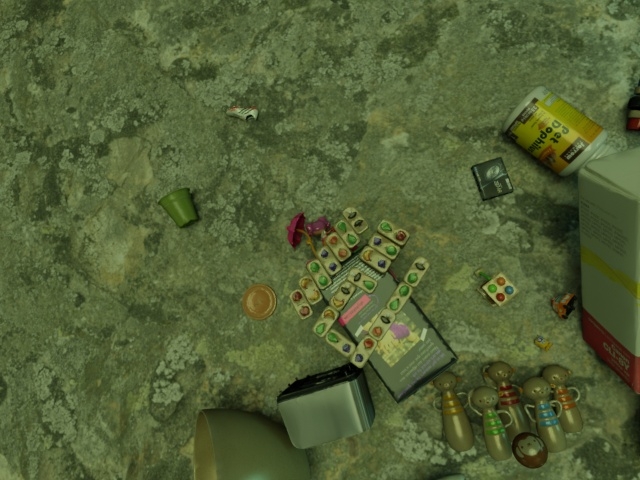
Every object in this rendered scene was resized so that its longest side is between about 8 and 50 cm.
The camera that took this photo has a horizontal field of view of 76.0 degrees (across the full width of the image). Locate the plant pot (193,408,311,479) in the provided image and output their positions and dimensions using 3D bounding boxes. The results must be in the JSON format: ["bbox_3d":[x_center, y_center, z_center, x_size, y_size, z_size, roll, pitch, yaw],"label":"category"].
[{"bbox_3d":[-0.130,0.465,0.795,0.190,0.284,0.285,1,78,-25],"label":"plant pot"}]

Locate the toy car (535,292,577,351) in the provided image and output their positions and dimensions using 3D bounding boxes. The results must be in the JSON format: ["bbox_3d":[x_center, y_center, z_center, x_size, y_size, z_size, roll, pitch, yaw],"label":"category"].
[{"bbox_3d":[0.472,0.159,0.834,0.122,0.060,0.040,-50,45,-8],"label":"toy car"}]

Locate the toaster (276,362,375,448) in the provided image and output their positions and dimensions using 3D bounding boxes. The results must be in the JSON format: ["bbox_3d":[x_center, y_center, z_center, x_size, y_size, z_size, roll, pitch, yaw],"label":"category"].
[{"bbox_3d":[0.023,0.320,0.824,0.185,0.168,0.110,-19,80,7],"label":"toaster"}]

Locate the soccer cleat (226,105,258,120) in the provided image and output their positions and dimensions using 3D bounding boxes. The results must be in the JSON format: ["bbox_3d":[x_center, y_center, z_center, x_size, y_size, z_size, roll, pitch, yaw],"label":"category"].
[{"bbox_3d":[-0.199,-0.320,1.041,0.083,0.029,0.036,-1,76,5],"label":"soccer cleat"}]

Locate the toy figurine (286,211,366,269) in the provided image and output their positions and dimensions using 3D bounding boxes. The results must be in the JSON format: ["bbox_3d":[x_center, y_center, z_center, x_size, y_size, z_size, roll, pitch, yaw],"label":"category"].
[{"bbox_3d":[0.000,0.000,0.921,0.173,0.130,0.159,-28,66,-18],"label":"toy figurine"}]

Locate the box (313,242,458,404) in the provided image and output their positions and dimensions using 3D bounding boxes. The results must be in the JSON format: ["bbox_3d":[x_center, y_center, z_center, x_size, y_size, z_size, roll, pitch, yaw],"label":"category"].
[{"bbox_3d":[0.128,0.161,0.832,0.143,0.165,0.270,-37,77,1],"label":"box"}]

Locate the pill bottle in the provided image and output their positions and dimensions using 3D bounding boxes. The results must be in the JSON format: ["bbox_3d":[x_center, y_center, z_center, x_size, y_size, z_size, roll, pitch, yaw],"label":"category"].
[{"bbox_3d":[0.503,-0.216,0.860,0.215,0.117,0.117,44,89,14],"label":"pill bottle"}]

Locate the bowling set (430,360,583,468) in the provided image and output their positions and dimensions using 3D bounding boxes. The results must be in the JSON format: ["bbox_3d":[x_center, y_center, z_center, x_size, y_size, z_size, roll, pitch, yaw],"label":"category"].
[{"bbox_3d":[0.366,0.308,0.758,0.286,0.200,0.154,-13,77,3],"label":"bowling set"}]

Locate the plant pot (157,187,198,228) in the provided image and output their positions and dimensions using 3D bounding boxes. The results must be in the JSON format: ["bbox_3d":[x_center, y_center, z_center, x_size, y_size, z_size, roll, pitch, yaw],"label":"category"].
[{"bbox_3d":[-0.339,-0.075,1.003,0.083,0.083,0.079,-30,90,3],"label":"plant pot"}]

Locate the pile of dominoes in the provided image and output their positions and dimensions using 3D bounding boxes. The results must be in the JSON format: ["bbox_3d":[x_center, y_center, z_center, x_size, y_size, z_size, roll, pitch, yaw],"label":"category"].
[{"bbox_3d":[0.064,0.074,0.753,0.195,0.040,0.251,33,85,15],"label":"pile of dominoes"}]

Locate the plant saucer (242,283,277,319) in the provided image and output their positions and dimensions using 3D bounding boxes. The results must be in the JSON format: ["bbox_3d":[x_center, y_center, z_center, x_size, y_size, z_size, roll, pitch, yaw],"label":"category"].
[{"bbox_3d":[-0.144,0.143,0.959,0.083,0.013,0.084,-2,80,10],"label":"plant saucer"}]

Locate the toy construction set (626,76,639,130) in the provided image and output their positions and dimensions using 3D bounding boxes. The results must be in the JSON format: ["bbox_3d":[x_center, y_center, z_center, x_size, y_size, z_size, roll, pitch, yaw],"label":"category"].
[{"bbox_3d":[0.759,-0.216,0.761,0.237,0.257,0.309,11,81,1],"label":"toy construction set"}]

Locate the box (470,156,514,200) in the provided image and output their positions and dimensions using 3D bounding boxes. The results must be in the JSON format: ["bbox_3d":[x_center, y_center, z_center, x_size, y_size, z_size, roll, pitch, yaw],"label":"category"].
[{"bbox_3d":[0.384,-0.137,0.917,0.067,0.018,0.084,-16,78,7],"label":"box"}]

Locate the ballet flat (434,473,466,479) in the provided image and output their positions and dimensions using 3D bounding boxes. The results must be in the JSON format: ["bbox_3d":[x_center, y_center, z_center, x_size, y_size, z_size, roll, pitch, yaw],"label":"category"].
[{"bbox_3d":[0.128,0.594,0.787,0.139,0.139,0.400,32,88,13],"label":"ballet flat"}]

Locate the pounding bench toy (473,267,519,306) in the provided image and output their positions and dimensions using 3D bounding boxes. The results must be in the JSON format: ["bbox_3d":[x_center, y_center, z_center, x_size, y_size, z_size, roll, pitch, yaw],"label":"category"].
[{"bbox_3d":[0.359,0.091,0.857,0.052,0.065,0.083,-40,76,1],"label":"pounding bench toy"}]

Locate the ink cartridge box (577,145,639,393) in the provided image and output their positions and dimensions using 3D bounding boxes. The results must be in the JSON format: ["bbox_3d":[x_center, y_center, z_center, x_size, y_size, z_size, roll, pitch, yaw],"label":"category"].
[{"bbox_3d":[0.611,0.034,0.679,0.279,0.160,0.385,-17,115,7],"label":"ink cartridge box"}]
